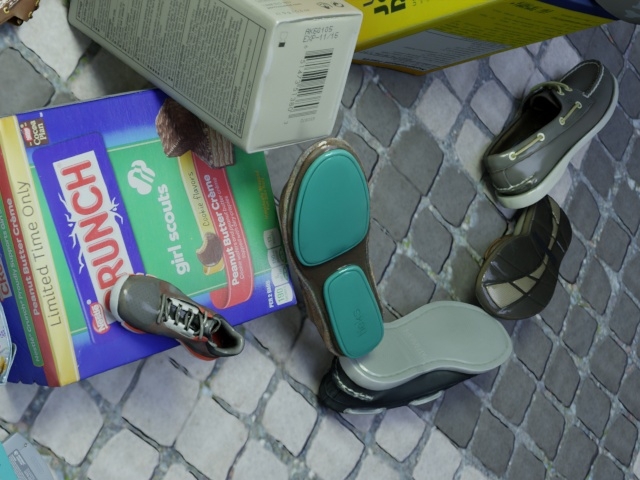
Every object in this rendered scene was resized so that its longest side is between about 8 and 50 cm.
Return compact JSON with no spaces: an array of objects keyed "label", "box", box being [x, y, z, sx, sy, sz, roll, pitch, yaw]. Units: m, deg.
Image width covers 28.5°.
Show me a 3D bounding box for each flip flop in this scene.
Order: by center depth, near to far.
[{"label":"flip flop","box":[0.279,0.026,1.778,0.112,0.080,0.277,54,38,-14]}]

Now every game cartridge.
[{"label":"game cartridge","box":[-0.301,0.237,1.267,0.056,0.017,0.083,-39,110,-34]}]

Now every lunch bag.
[{"label":"lunch bag","box":[-0.331,0.101,1.222,0.053,0.071,0.083,-15,93,-36]}]

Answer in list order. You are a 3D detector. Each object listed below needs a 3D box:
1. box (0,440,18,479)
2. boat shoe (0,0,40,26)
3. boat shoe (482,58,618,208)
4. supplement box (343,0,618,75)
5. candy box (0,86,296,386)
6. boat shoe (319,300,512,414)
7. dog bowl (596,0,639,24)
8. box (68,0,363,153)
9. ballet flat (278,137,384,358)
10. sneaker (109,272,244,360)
[{"label":"box","box":[-0.359,0.163,1.169,0.060,0.100,0.244,-31,105,-41]},{"label":"boat shoe","box":[-0.320,-0.249,1.292,0.178,0.064,0.060,-40,115,-31]},{"label":"boat shoe","box":[0.337,-0.175,1.830,0.305,0.109,0.091,-50,121,-30]},{"label":"supplement box","box":[0.177,-0.341,1.543,0.194,0.356,0.195,3,82,-43]},{"label":"candy box","box":[-0.200,-0.020,1.321,0.317,0.122,0.268,-17,98,-40]},{"label":"boat shoe","box":[0.121,0.151,1.609,0.302,0.091,0.114,-2,53,-40]},{"label":"dog bowl","box":[0.379,-0.405,1.427,0.348,0.102,0.349,7,80,-42]},{"label":"box","box":[-0.117,-0.229,1.289,0.121,0.311,0.148,-16,133,-42]},{"label":"ballet flat","box":[0.000,0.000,1.401,0.107,0.106,0.316,-22,132,-17]},{"label":"sneaker","box":[-0.135,0.074,1.247,0.158,0.064,0.061,29,71,-40]}]
